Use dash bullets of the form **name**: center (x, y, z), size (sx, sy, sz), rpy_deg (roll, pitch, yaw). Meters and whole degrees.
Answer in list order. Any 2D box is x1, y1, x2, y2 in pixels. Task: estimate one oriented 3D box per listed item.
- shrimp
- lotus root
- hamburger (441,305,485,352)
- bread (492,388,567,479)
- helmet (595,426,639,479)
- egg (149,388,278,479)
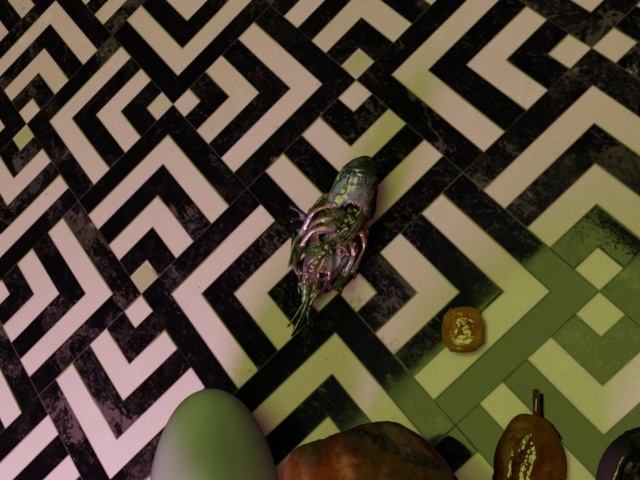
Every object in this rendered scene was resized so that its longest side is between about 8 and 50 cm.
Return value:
- **shrimp**: center (0.001, -0.002, 1.298), size (0.172, 0.137, 0.371), rpy_deg (27, 76, -11)
- **lotus root**: center (0.098, 0.408, 1.049), size (0.316, 0.316, 0.249), rpy_deg (-30, 58, 12)
- **hamburger**: center (0.250, 0.156, 1.201), size (0.076, 0.044, 0.083), rpy_deg (-13, 70, 20)
- **bread**: center (0.323, 0.403, 1.061), size (0.124, 0.084, 0.343), rpy_deg (0, 72, 23)
- **helmet**: center (0.484, 0.387, 0.962), size (0.199, 0.154, 0.253), rpy_deg (-14, 85, -2)
- **egg**: center (-0.183, 0.440, 1.188), size (0.230, 0.230, 0.370), rpy_deg (-18, 60, 17)
